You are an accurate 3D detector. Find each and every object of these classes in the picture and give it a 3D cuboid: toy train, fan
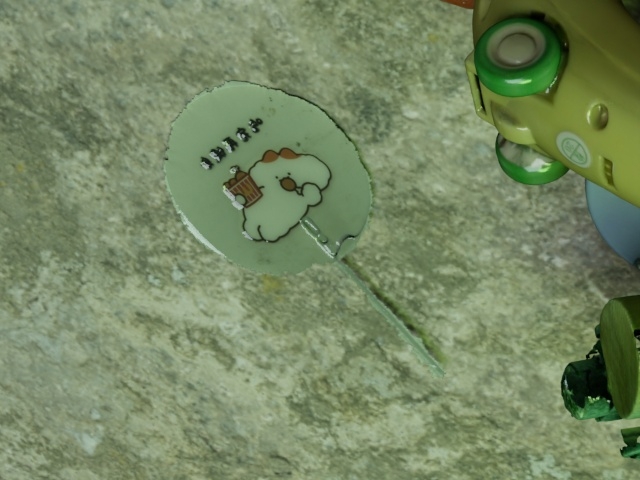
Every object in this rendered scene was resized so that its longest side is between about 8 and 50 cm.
[{"bbox_3d":[0.336,0.091,1.420,0.307,0.189,0.126,-7,84,-8],"label":"toy train"},{"bbox_3d":[0.000,0.000,1.644,0.329,0.009,0.191,46,126,-11],"label":"fan"}]

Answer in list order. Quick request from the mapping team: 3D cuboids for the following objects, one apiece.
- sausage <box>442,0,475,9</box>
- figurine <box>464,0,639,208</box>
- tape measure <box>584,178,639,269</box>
[{"bbox_3d":[0.117,-0.251,1.380,0.065,0.065,0.169,19,129,7],"label":"sausage"},{"bbox_3d":[0.243,-0.117,1.313,0.324,0.222,0.124,33,157,31],"label":"figurine"},{"bbox_3d":[0.289,-0.050,1.437,0.181,0.107,0.182,-19,119,24],"label":"tape measure"}]
